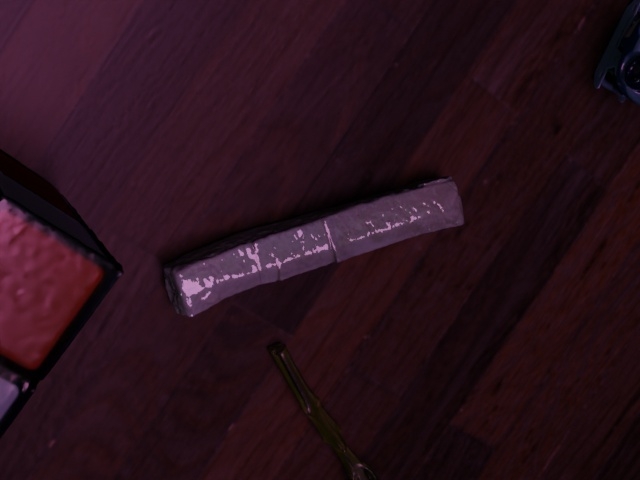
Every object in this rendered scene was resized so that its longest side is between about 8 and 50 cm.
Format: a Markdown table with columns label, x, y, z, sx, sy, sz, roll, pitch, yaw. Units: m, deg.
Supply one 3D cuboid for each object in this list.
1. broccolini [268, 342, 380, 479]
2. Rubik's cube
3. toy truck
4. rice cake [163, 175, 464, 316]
| label | x | y | z | sx | sy | sz | roll | pitch | yaw |
| --- | --- | --- | --- | --- | --- | --- | --- | --- | --- |
| broccolini | 0.017 | 0.166 | 0.936 | 0.042 | 0.044 | 0.218 | -26 | 113 | 2 |
| Rubik's cube | -0.252 | 0.013 | 0.667 | 0.180 | 0.183 | 0.167 | 36 | 91 | -29 |
| toy truck | 0.280 | -0.174 | 0.911 | 0.063 | 0.074 | 0.136 | 24 | 97 | -30 |
| rice cake | 0.000 | 0.000 | 0.859 | 0.245 | 0.042 | 0.045 | -17 | 102 | -18 |
